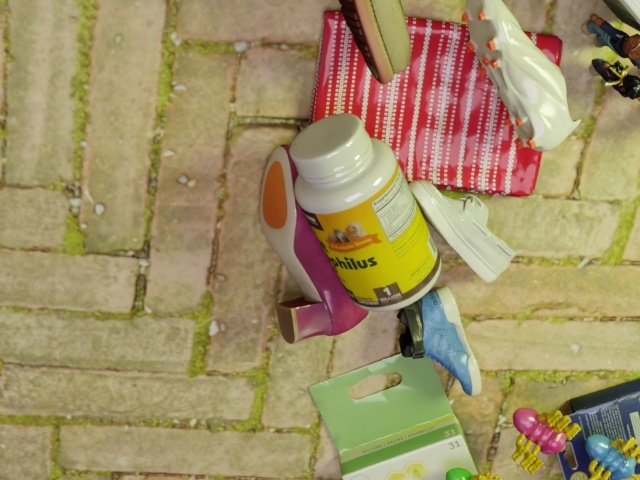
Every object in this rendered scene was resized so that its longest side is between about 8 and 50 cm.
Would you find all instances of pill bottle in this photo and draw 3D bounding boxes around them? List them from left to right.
[{"bbox_3d":[0.047,-0.031,1.101,0.117,0.117,0.215,-24,123,7],"label":"pill bottle"}]

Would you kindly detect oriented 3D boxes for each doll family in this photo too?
[{"bbox_3d":[0.357,-0.178,1.092,0.193,0.111,0.076,26,110,-15],"label":"doll family"}]

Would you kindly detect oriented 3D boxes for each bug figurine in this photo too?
[{"bbox_3d":[0.280,0.320,1.299,0.279,0.072,0.216,-44,115,8],"label":"bug figurine"}]

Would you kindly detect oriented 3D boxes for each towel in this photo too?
[{"bbox_3d":[0.127,-0.150,1.132,0.275,0.031,0.198,5,114,-7],"label":"towel"}]

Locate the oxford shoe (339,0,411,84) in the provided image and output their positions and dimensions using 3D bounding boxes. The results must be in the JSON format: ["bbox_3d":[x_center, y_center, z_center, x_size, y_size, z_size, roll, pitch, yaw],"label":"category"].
[{"bbox_3d":[0.066,-0.331,0.990,0.130,0.123,0.348,-14,113,-6],"label":"oxford shoe"}]

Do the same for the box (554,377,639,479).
[{"bbox_3d":[0.425,0.252,1.338,0.225,0.036,0.136,-18,115,4],"label":"box"}]

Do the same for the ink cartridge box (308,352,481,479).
[{"bbox_3d":[0.103,0.270,1.313,0.171,0.056,0.235,-21,117,6],"label":"ink cartridge box"}]

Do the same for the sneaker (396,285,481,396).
[{"bbox_3d":[0.144,0.138,1.249,0.085,0.058,0.152,-21,111,-1],"label":"sneaker"}]

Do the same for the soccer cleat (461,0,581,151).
[{"bbox_3d":[0.216,-0.189,1.076,0.076,0.068,0.196,-32,109,-12],"label":"soccer cleat"}]

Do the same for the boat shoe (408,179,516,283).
[{"bbox_3d":[0.171,-0.020,1.169,0.063,0.066,0.184,-44,119,4],"label":"boat shoe"}]

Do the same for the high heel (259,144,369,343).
[{"bbox_3d":[0.000,0.000,1.182,0.117,0.082,0.244,-15,104,-31],"label":"high heel"}]

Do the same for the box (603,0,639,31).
[{"bbox_3d":[0.377,-0.321,1.025,0.203,0.114,0.103,-43,110,14],"label":"box"}]
